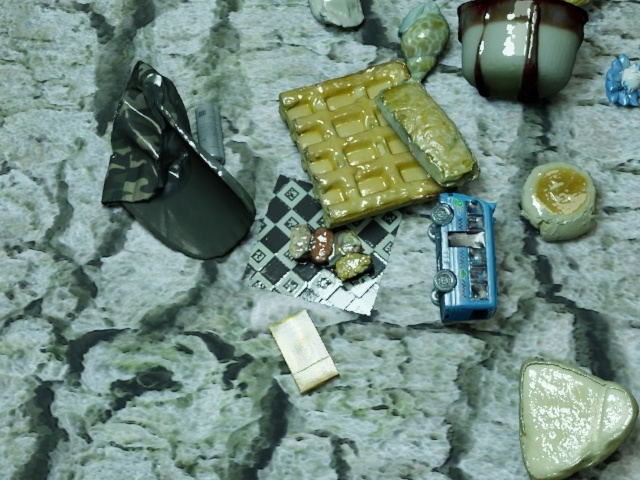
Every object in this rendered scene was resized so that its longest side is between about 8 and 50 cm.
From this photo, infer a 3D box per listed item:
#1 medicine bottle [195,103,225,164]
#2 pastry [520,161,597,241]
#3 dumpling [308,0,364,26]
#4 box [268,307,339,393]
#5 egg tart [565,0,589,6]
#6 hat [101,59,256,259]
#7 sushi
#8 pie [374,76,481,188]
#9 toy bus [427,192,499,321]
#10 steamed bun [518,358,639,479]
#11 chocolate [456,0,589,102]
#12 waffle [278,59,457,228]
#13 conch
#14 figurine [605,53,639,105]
[{"bbox_3d":[-0.240,-0.204,2.042,0.057,0.057,0.199,-11,67,3],"label":"medicine bottle"},{"bbox_3d":[0.484,-0.081,1.881,0.166,0.088,0.166,-3,70,9],"label":"pastry"},{"bbox_3d":[0.038,-0.554,2.128,0.127,0.108,0.188,-6,48,-20],"label":"dumpling"},{"bbox_3d":[-0.033,0.221,1.862,0.089,0.022,0.156,-26,67,-2],"label":"box"},{"bbox_3d":[0.462,-0.636,2.046,0.345,0.132,0.345,-4,53,5],"label":"egg tart"},{"bbox_3d":[-0.290,-0.168,1.971,0.381,0.366,0.257,30,44,-9],"label":"hat"},{"bbox_3d":[0.000,0.000,1.932,0.290,0.050,0.264,15,71,14],"label":"sushi"},{"bbox_3d":[0.220,-0.229,1.912,0.128,0.068,0.282,-24,63,-18],"label":"pie"},{"bbox_3d":[0.285,0.033,1.846,0.134,0.113,0.246,0,70,3],"label":"toy bus"},{"bbox_3d":[0.475,0.334,1.702,0.212,0.110,0.231,-4,70,24],"label":"steamed bun"},{"bbox_3d":[0.412,-0.389,1.943,0.283,0.283,0.186,7,91,10],"label":"chocolate"},{"bbox_3d":[0.100,-0.205,1.969,0.304,0.077,0.348,-16,66,-9],"label":"waffle"},{"bbox_3d":[0.232,-0.451,2.058,0.116,0.106,0.173,-19,47,21],"label":"conch"},{"bbox_3d":[0.643,-0.330,1.963,0.114,0.079,0.114,-1,91,-32],"label":"figurine"}]
